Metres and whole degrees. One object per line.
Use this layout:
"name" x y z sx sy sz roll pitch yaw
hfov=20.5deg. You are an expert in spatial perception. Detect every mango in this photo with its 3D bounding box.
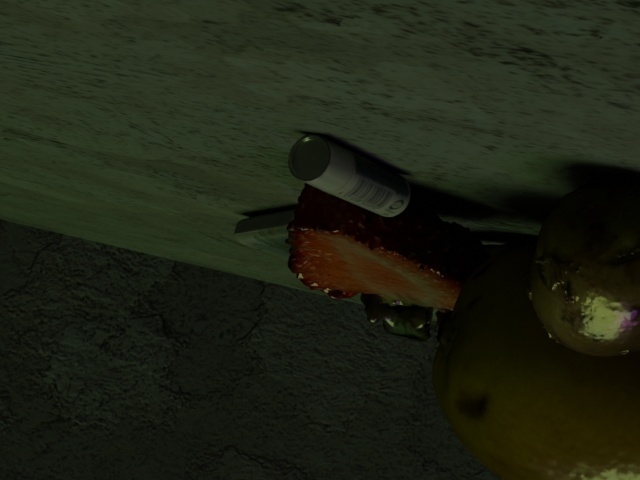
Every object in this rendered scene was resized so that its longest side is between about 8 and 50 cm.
"mango" 0.306 0.136 1.458 0.445 0.220 0.301 17 -172 22

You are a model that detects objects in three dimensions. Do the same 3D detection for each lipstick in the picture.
"lipstick" 0.027 -0.051 1.440 0.040 0.040 0.141 9 174 33

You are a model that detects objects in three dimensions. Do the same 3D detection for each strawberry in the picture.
"strawberry" 0.066 0.003 1.618 0.188 0.106 0.286 6 159 24

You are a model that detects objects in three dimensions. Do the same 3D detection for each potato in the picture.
"potato" 0.218 0.022 1.296 0.137 0.137 0.176 11 176 17

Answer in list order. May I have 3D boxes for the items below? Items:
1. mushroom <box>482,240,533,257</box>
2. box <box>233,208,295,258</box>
"mushroom" 0.188 0.044 1.763 0.225 0.093 0.116 1 -171 42
"box" 0.000 0.000 2.021 0.142 0.044 0.285 19 173 -16
